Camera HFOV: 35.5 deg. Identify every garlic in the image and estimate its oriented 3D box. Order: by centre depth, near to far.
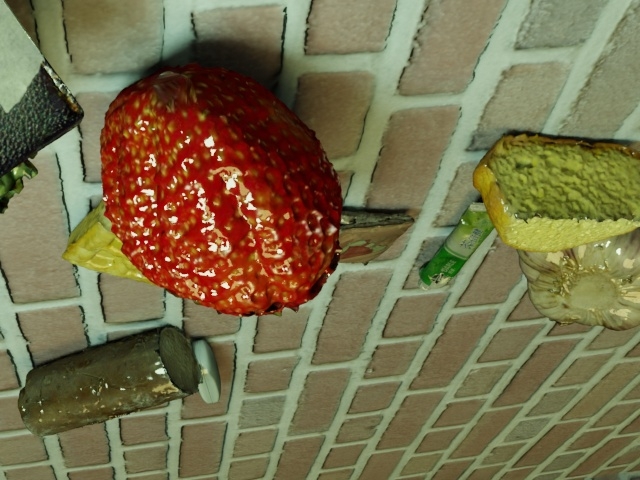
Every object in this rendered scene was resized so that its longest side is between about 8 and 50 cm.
[{"bbox_3d":[0.406,0.020,1.488,0.244,0.161,0.245,10,141,8],"label":"garlic"}]

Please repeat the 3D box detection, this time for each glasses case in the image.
[{"bbox_3d":[-0.199,0.228,1.728,0.045,0.067,0.178,-12,153,-5],"label":"glasses case"}]

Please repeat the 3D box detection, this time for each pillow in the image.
[{"bbox_3d":[0.000,0.000,1.399,0.248,0.049,0.135,-3,153,-24],"label":"pillow"}]

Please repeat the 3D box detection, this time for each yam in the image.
[{"bbox_3d":[-0.342,0.226,1.612,0.279,0.131,0.131,-17,152,12],"label":"yam"}]

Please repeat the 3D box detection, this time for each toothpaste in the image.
[{"bbox_3d":[0.206,0.009,1.501,0.078,0.047,0.248,-1,149,-24],"label":"toothpaste"}]

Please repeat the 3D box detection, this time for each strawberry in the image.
[{"bbox_3d":[-0.106,-0.057,1.052,0.250,0.239,0.288,-22,140,-8],"label":"strawberry"}]

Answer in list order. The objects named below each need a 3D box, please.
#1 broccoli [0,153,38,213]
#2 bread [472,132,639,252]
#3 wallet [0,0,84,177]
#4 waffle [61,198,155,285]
[{"bbox_3d":[-0.393,-0.130,0.936,0.242,0.273,0.180,-16,-161,-13],"label":"broccoli"},{"bbox_3d":[0.307,-0.056,1.328,0.260,0.129,0.134,0,158,-19],"label":"bread"},{"bbox_3d":[-0.362,-0.116,0.821,0.262,0.221,0.071,-36,-164,-5],"label":"wallet"},{"bbox_3d":[-0.179,0.021,1.274,0.274,0.057,0.168,17,157,-22],"label":"waffle"}]
